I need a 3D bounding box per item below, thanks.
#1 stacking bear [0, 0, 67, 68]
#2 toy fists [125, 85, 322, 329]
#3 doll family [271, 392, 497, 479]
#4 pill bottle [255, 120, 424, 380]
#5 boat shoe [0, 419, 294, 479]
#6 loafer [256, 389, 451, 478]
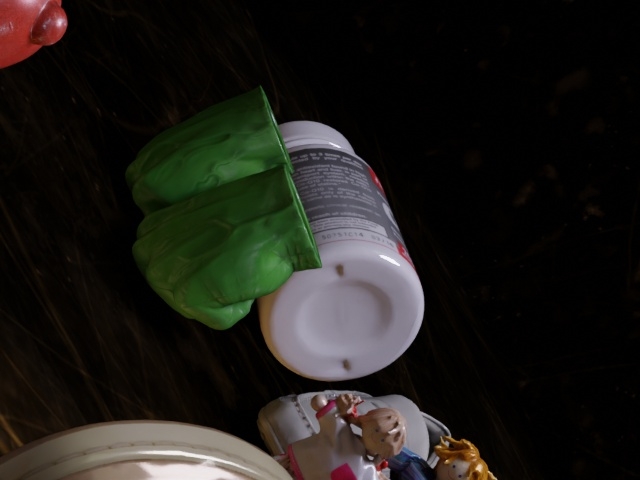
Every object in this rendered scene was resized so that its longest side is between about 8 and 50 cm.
[{"bbox_3d":[-0.267,-0.256,1.031,0.164,0.175,0.289,108,-37,-77],"label":"stacking bear"},{"bbox_3d":[-0.088,-0.026,1.232,0.279,0.142,0.096,-107,176,-56],"label":"toy fists"},{"bbox_3d":[0.069,0.234,1.106,0.263,0.163,0.118,60,10,12],"label":"doll family"},{"bbox_3d":[0.000,0.000,1.498,0.161,0.161,0.283,51,12,-33],"label":"pill bottle"},{"bbox_3d":[-0.032,0.178,0.603,0.341,0.122,0.110,47,14,-52],"label":"boat shoe"},{"bbox_3d":[0.036,0.174,1.280,0.112,0.111,0.319,60,10,17],"label":"loafer"}]
